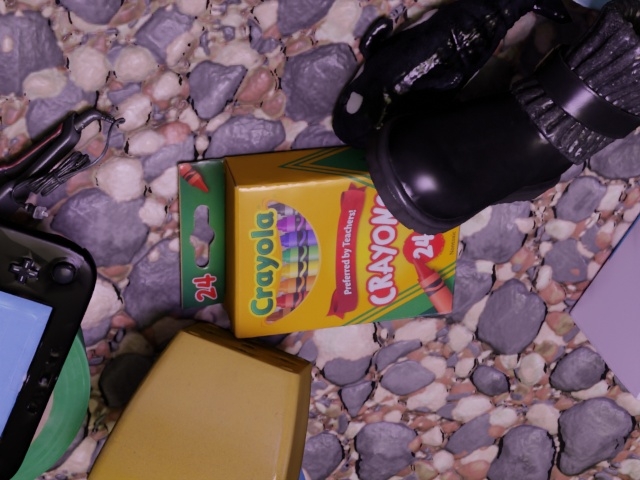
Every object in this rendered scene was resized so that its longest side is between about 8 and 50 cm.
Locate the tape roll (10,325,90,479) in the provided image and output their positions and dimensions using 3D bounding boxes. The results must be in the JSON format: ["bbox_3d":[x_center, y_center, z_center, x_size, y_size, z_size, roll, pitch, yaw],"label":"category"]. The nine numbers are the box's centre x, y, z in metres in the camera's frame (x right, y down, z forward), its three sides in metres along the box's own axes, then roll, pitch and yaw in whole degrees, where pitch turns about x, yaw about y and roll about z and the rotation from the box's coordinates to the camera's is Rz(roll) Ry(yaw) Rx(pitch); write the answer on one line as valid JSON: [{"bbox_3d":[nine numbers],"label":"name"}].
[{"bbox_3d":[-0.422,0.154,1.438,0.321,0.077,0.321,-7,120,-13],"label":"tape roll"}]

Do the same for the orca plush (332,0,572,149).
[{"bbox_3d":[0.147,-0.183,1.403,0.287,0.102,0.151,-24,123,-3],"label":"orca plush"}]

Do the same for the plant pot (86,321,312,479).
[{"bbox_3d":[-0.113,0.206,1.467,0.212,0.212,0.187,20,92,6],"label":"plant pot"}]

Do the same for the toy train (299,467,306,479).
[{"bbox_3d":[-0.087,0.357,1.640,0.080,0.105,0.184,30,107,-22],"label":"toy train"}]

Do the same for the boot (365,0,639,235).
[{"bbox_3d":[0.227,-0.134,1.328,0.260,0.131,0.348,-34,170,40],"label":"boot"}]

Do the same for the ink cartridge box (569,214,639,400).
[{"bbox_3d":[0.506,0.110,1.624,0.270,0.197,0.198,22,111,-27],"label":"ink cartridge box"}]

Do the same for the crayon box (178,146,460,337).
[{"bbox_3d":[0.000,0.000,1.477,0.318,0.081,0.202,-6,121,-13],"label":"crayon box"}]

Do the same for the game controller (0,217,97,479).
[{"bbox_3d":[-0.358,0.121,1.354,0.166,0.067,0.319,16,112,-24],"label":"game controller"}]

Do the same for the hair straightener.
[{"bbox_3d":[-0.296,-0.056,1.353,0.230,0.089,0.047,-35,151,-1],"label":"hair straightener"}]

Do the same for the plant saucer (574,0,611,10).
[{"bbox_3d":[0.312,-0.333,1.320,0.195,0.037,0.195,-8,122,-13],"label":"plant saucer"}]
